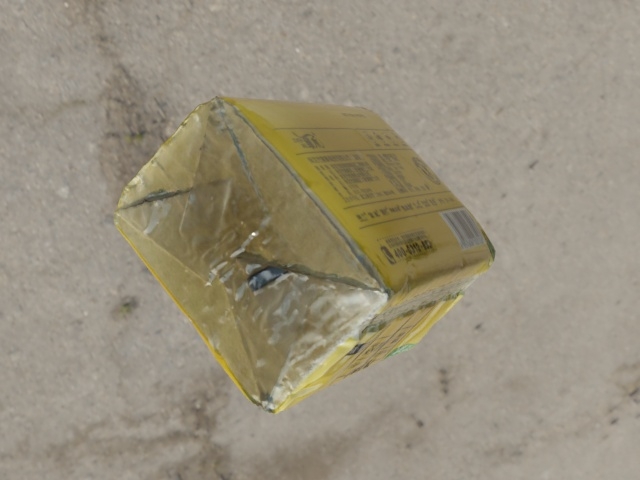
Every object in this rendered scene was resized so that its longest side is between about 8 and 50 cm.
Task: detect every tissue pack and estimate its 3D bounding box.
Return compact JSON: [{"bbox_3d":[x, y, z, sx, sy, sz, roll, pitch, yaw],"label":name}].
[{"bbox_3d":[0.000,0.000,1.193,0.228,0.293,0.382,-44,166,21],"label":"tissue pack"}]
